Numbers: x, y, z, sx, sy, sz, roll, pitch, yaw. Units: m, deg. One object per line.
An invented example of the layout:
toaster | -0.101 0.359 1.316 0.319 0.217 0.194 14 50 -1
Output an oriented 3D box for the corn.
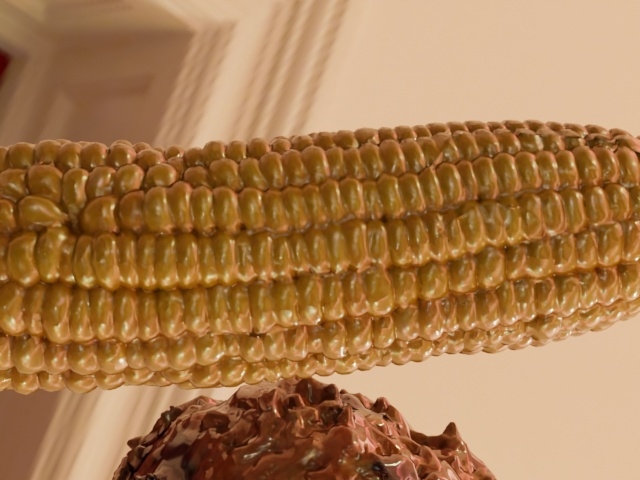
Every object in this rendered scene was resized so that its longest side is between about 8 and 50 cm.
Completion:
corn | 0.000 0.003 0.576 0.312 0.102 0.102 -5 -128 -1

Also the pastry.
pastry | -0.021 0.254 1.058 0.337 0.292 0.405 -63 -151 13
